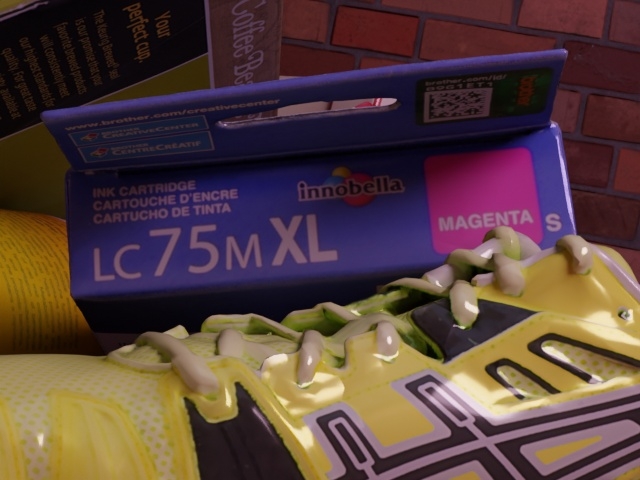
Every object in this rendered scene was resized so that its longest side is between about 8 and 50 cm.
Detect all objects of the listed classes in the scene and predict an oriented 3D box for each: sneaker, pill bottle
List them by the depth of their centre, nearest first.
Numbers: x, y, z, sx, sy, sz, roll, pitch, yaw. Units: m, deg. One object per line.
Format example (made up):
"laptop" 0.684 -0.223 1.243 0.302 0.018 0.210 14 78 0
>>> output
"sneaker" 0.025 0.063 0.445 0.384 0.147 0.145 8 3 -23
"pill bottle" -0.165 0.042 0.628 0.117 0.117 0.215 10 1 23

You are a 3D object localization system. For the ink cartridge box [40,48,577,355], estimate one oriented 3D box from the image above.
"ink cartridge box" 0.003 0.027 0.585 0.185 0.065 0.311 -5 -24 0

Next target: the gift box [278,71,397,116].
"gift box" 0.000 0.000 1.174 0.258 0.255 0.276 8 -6 38

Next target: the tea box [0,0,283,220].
"tea box" -0.202 -0.119 0.682 0.323 0.220 0.329 -22 -13 -9
